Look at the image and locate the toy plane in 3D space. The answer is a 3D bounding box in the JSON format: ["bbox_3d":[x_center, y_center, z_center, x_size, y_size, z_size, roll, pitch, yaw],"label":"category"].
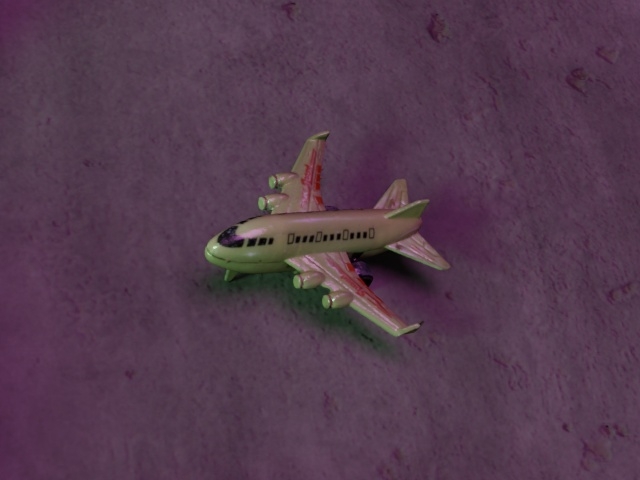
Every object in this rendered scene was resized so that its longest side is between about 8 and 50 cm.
[{"bbox_3d":[0.000,0.000,1.499,0.244,0.092,0.229,-11,61,-26],"label":"toy plane"}]
